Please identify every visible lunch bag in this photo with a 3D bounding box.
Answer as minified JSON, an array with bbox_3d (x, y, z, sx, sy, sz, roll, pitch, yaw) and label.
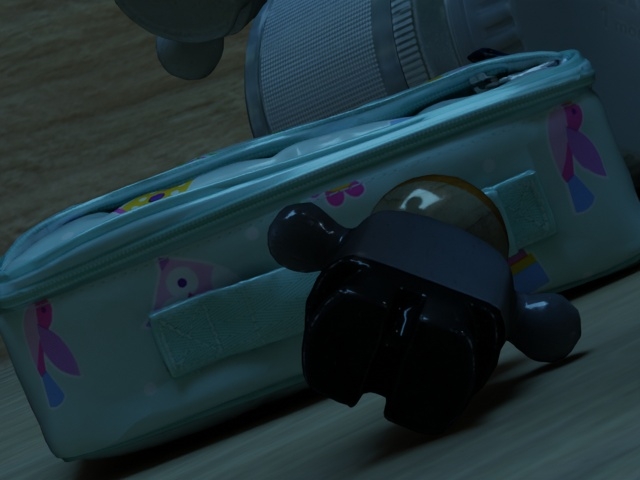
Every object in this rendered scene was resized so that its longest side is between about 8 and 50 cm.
[{"bbox_3d":[0.000,0.000,0.854,0.279,0.108,0.224,-22,2,-3],"label":"lunch bag"}]

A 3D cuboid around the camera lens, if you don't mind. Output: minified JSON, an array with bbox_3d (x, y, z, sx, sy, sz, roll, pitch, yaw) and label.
[{"bbox_3d":[0.101,-0.111,1.220,0.219,0.219,0.274,-23,2,-36],"label":"camera lens"}]

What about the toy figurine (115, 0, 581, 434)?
[{"bbox_3d":[0.061,-0.069,0.586,0.209,0.213,0.148,-26,12,19],"label":"toy figurine"}]
